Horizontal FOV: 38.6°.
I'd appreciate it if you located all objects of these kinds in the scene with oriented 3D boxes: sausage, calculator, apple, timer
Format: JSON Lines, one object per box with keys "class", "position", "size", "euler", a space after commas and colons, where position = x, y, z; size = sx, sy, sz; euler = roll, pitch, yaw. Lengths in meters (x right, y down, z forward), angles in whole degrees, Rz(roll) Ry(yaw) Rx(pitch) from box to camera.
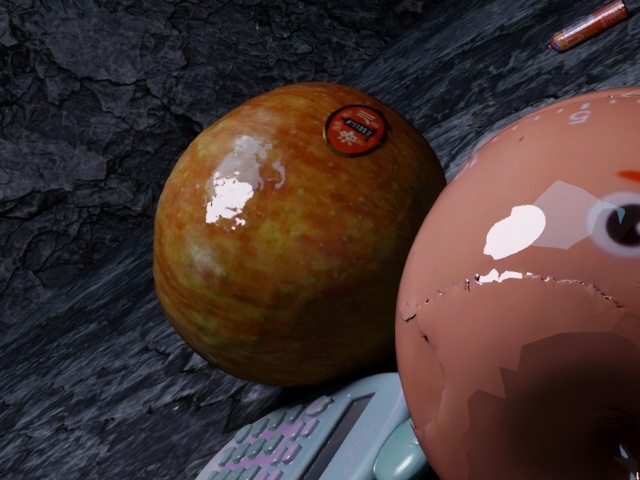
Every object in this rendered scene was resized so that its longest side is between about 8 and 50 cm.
{"class": "sausage", "position": [0.406, -0.323, 1.394], "size": [0.129, 0.034, 0.034], "euler": [-27, 17, 28]}
{"class": "calculator", "position": [-0.010, 0.182, 0.726], "size": [0.299, 0.041, 0.185], "euler": [-23, 19, 44]}
{"class": "apple", "position": [0.000, 0.000, 0.853], "size": [0.250, 0.277, 0.309], "euler": [22, 56, 34]}
{"class": "timer", "position": [0.153, 0.042, 0.445], "size": [0.230, 0.229, 0.215], "euler": [-24, 18, 36]}

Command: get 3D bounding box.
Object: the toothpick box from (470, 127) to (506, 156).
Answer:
{"class": "toothpick box", "position": [0.215, -0.061, 0.874], "size": [0.098, 0.098, 0.149], "euler": [-37, 15, -9]}
